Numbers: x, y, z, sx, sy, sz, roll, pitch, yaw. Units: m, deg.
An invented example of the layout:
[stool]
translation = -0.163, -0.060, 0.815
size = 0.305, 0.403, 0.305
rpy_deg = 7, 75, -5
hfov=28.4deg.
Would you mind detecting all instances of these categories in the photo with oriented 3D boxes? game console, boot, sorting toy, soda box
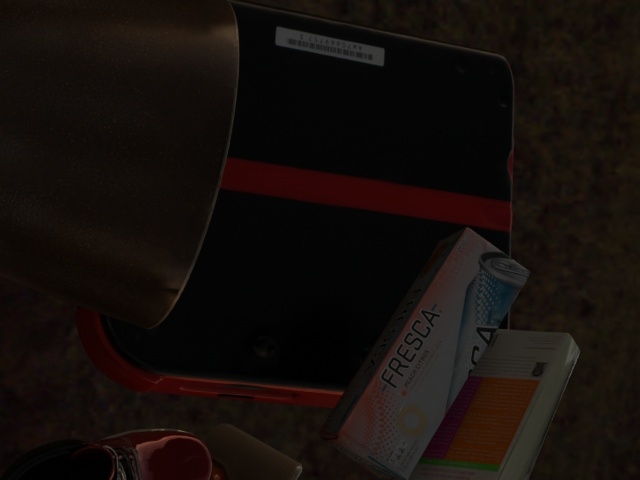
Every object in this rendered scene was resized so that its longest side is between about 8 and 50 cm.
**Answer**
[game console]
translation = -0.007, -0.029, 1.092
size = 0.387, 0.060, 0.342
rpy_deg = 8, 75, -22
[boot]
translation = -0.157, 0.186, 0.982
size = 0.244, 0.176, 0.088
rpy_deg = -9, 74, -41
[sorting toy]
translation = -0.091, 0.301, 1.260
size = 0.038, 0.193, 0.208
rpy_deg = 11, 91, -29
[soda box]
translation = 0.076, 0.083, 0.920
size = 0.063, 0.058, 0.183
rpy_deg = 35, 74, -7

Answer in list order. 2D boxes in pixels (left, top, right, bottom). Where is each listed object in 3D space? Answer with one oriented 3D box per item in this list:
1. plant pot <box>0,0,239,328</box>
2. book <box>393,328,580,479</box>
[plant pot]
translation = -0.194, -0.073, 0.769
size = 0.230, 0.215, 0.215
rpy_deg = 13, 81, -19
[book]
translation = 0.122, 0.129, 0.942
size = 0.035, 0.096, 0.144
rpy_deg = 51, 56, -35
